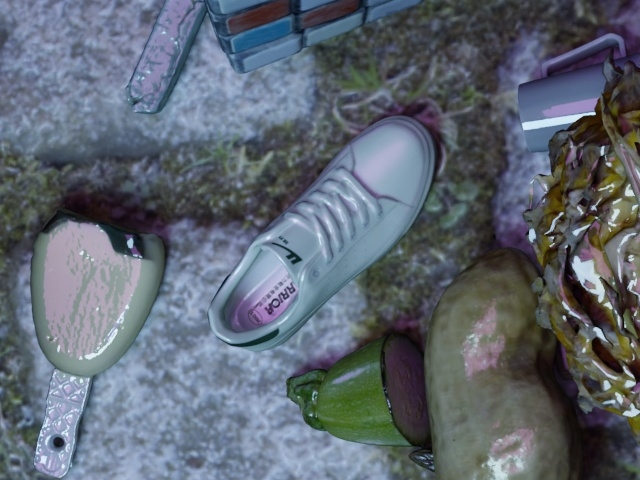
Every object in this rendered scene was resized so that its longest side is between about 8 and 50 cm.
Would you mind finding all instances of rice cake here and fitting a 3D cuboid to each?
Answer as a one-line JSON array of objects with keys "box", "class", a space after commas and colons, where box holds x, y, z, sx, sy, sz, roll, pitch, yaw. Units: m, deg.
[{"box": [-0.118, -0.229, 1.239, 0.042, 0.045, 0.245, 25, 95, 2], "class": "rice cake"}]

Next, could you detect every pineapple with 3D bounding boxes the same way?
[{"box": [0.315, -0.009, 0.936, 0.352, 0.300, 0.353, 6, 101, 32], "class": "pineapple"}]

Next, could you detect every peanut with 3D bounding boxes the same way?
[{"box": [0.155, 0.133, 1.125, 0.137, 0.122, 0.253, -28, 65, 49], "class": "peanut"}]

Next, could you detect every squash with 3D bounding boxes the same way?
[{"box": [0.024, 0.144, 1.190, 0.132, 0.105, 0.105, -16, 86, 26], "class": "squash"}]

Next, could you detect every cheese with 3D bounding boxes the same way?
[{"box": [-0.229, 0.100, 1.265, 0.127, 0.054, 0.252, 15, 95, 13], "class": "cheese"}]

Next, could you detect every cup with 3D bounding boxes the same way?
[{"box": [0.231, -0.127, 1.148, 0.116, 0.074, 0.104, -8, 64, 19], "class": "cup"}]

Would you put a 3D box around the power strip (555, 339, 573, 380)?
[{"box": [0.270, 0.078, 1.153, 0.168, 0.028, 0.076, -7, 89, 14], "class": "power strip"}]

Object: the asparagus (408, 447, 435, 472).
[{"box": [0.186, 0.235, 1.174, 0.236, 0.027, 0.034, 28, 87, 12], "class": "asparagus"}]

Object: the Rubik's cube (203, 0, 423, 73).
[{"box": [-0.006, -0.314, 1.080, 0.258, 0.253, 0.256, -20, 85, -1], "class": "Rubik's cube"}]

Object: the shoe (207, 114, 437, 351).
[{"box": [0.000, 0.000, 1.180, 0.095, 0.110, 0.265, 42, 102, 11], "class": "shoe"}]
